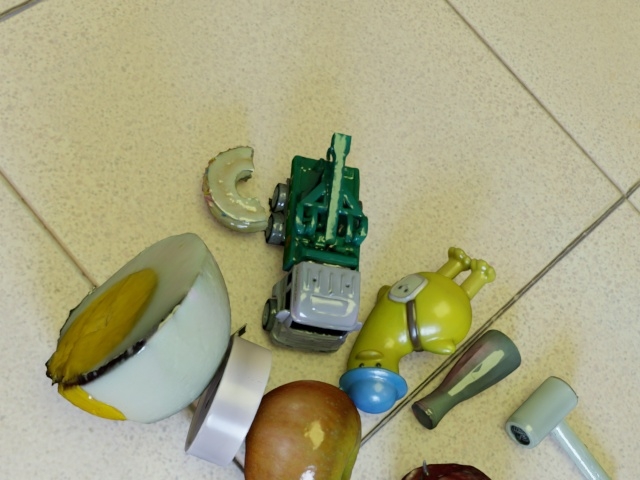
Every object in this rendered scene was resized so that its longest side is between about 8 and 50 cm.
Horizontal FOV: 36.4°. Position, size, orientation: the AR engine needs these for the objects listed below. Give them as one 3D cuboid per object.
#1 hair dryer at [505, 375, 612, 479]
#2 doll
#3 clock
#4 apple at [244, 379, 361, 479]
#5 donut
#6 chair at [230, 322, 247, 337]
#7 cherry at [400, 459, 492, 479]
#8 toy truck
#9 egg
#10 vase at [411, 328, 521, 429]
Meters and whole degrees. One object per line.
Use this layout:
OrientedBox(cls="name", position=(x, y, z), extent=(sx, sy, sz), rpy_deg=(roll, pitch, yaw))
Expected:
OrientedBox(cls="hair dryer", position=(0.447, 0.377, 1.754), extent=(0.131, 0.073, 0.236), rpy_deg=(-38, 93, -26))
OrientedBox(cls="doll", position=(0.152, 0.158, 1.712), extent=(0.363, 0.145, 0.199), rpy_deg=(-43, 46, -19))
OrientedBox(cls="clock", position=(-0.145, 0.251, 1.523), extent=(0.068, 0.197, 0.197), rpy_deg=(24, 63, -9))
OrientedBox(cls="apple", position=(-0.033, 0.333, 1.522), extent=(0.173, 0.210, 0.235), rpy_deg=(13, 87, 11))
OrientedBox(cls="donut", position=(-0.160, -0.086, 1.736), extent=(0.108, 0.065, 0.166), rpy_deg=(-3, 70, -20))
OrientedBox(cls="chair", position=(-0.147, 0.180, 1.643), extent=(0.086, 0.037, 0.042), rpy_deg=(-35, 70, -23))
OrientedBox(cls="cherry", position=(0.218, 0.476, 1.537), extent=(0.203, 0.230, 0.300), rpy_deg=(-23, 92, -12))
OrientedBox(cls="toy truck", position=(-0.002, 0.005, 1.691), extent=(0.176, 0.178, 0.363), rpy_deg=(11, 68, -14))
OrientedBox(cls="egg", position=(-0.247, 0.156, 1.497), extent=(0.201, 0.337, 0.337), rpy_deg=(48, 58, -27))
OrientedBox(cls="vase", position=(0.256, 0.251, 1.728), extent=(0.214, 0.086, 0.086), rpy_deg=(-35, 82, -23))
